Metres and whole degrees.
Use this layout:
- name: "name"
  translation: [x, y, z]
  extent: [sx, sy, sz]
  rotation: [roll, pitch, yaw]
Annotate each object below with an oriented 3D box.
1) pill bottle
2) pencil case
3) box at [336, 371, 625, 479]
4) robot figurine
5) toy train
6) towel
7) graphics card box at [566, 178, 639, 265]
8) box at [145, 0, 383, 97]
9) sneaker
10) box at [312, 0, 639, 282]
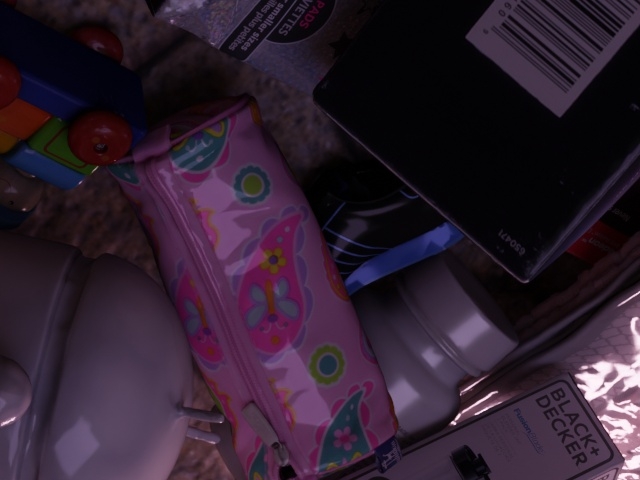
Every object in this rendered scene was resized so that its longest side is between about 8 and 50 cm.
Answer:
- name: "pill bottle"
  translation: [0.036, 0.113, 1.388]
  extent: [0.229, 0.131, 0.131]
  rotation: [-40, 129, 11]
- name: "pencil case"
  translation: [-0.046, 0.042, 1.242]
  extent: [0.124, 0.124, 0.284]
  rotation: [-23, 100, -4]
- name: "box"
  translation: [0.083, 0.228, 1.377]
  extent: [0.290, 0.087, 0.169]
  rotation: [-23, 151, -16]
- name: "robot figurine"
  translation: [-0.238, 0.089, 1.179]
  extent: [0.353, 0.300, 0.200]
  rotation: [12, 90, -2]
- name: "toy train"
  translation: [-0.249, -0.101, 1.148]
  extent: [0.248, 0.105, 0.143]
  rotation: [26, 126, -34]
- name: "towel"
  translation: [0.303, 0.119, 1.419]
  extent: [0.317, 0.053, 0.332]
  rotation: [20, 146, -19]
- name: "graphics card box"
  translation: [0.323, -0.125, 1.348]
  extent: [0.233, 0.094, 0.371]
  rotation: [27, 111, -34]
- name: "box"
  translation: [0.002, -0.239, 1.089]
  extent: [0.142, 0.163, 0.247]
  rotation: [23, 114, -34]
- name: "sneaker"
  translation: [0.000, 0.000, 1.331]
  extent: [0.232, 0.081, 0.090]
  rotation: [-31, 120, 0]
- name: "box"
  translation: [0.186, -0.158, 1.116]
  extent: [0.183, 0.294, 0.296]
  rotation: [42, 109, 6]
